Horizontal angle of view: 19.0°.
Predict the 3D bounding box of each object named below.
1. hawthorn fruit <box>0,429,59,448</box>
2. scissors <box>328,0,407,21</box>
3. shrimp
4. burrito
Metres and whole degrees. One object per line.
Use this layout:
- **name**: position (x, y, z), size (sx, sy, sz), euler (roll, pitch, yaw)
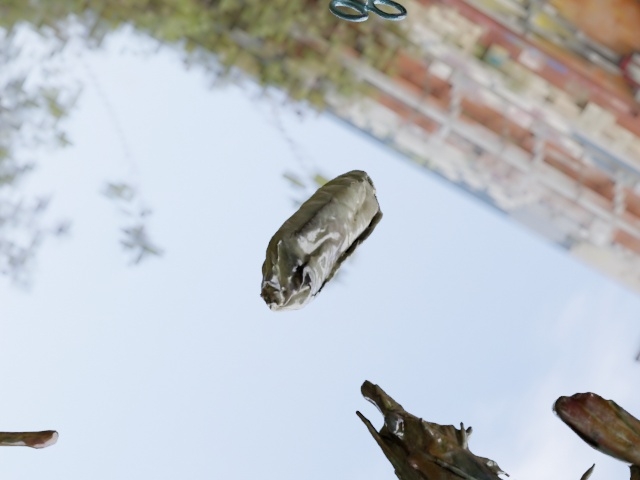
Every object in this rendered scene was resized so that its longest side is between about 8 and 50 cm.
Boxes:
- **hawthorn fruit**: position (-0.190, 0.032, 0.575), size (0.162, 0.203, 0.163), euler (-41, 160, -19)
- **scissors**: position (0.019, -0.184, 1.414), size (0.119, 0.058, 0.014), euler (-130, -139, -54)
- **shrimp**: position (0.137, 0.152, 1.193), size (0.143, 0.251, 0.052), euler (-52, -178, -13)
- **burrito**: position (-0.002, 0.001, 1.308), size (0.045, 0.058, 0.188), euler (-17, -167, 24)
